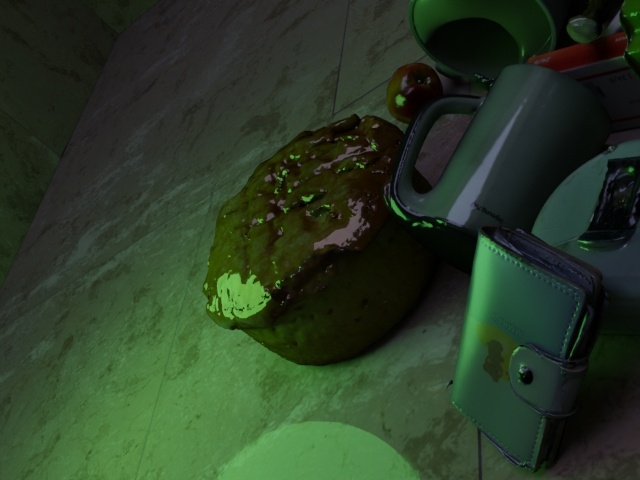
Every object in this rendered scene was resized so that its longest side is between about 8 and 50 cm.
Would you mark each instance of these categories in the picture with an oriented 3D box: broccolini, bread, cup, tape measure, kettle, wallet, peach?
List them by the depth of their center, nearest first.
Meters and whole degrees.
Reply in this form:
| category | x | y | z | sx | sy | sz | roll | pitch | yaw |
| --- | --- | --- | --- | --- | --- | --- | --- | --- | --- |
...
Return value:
| category | x | y | z | sx | sy | sz | roll | pitch | yaw |
| --- | --- | --- | --- | --- | --- | --- | --- | --- | --- |
| wallet | 0.214 | 0.112 | 0.980 | 0.170 | 0.069 | 0.231 | 38 | 131 | 46 |
| tape measure | 0.334 | -0.003 | 1.010 | 0.243 | 0.125 | 0.246 | -4 | 52 | 51 |
| kettle | 0.217 | -0.090 | 1.194 | 0.255 | 0.240 | 0.165 | -58 | -8 | -11 |
| broccolini | 0.371 | -0.339 | 1.277 | 0.079 | 0.074 | 0.392 | -67 | -9 | 27 |
| bread | 0.000 | 0.000 | 1.371 | 0.398 | 0.215 | 0.398 | -32 | 33 | 24 |
| cup | 0.288 | -0.430 | 1.517 | 0.323 | 0.237 | 0.327 | 121 | 173 | -61 |
| peach | 0.157 | -0.248 | 1.581 | 0.101 | 0.101 | 0.101 | -34 | 32 | 25 |

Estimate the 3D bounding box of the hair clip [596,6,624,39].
| category | x | y | z | sx | sy | sz | roll | pitch | yaw |
| --- | --- | --- | --- | --- | --- | --- | --- | --- | --- |
| hair clip | 0.500 | -0.357 | 1.251 | 0.331 | 0.085 | 0.101 | -55 | 31 | -15 |

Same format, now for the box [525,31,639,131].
| category | x | y | z | sx | sy | sz | roll | pitch | yaw |
| --- | --- | --- | --- | --- | --- | --- | --- | --- | --- |
| box | 0.379 | -0.200 | 1.190 | 0.229 | 0.123 | 0.050 | -5 | 48 | 50 |

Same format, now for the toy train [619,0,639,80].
| category | x | y | z | sx | sy | sz | roll | pitch | yaw |
| --- | --- | --- | --- | --- | --- | --- | --- | --- | --- |
| toy train | 0.470 | -0.256 | 1.006 | 0.173 | 0.249 | 0.307 | 0 | 55 | 57 |
